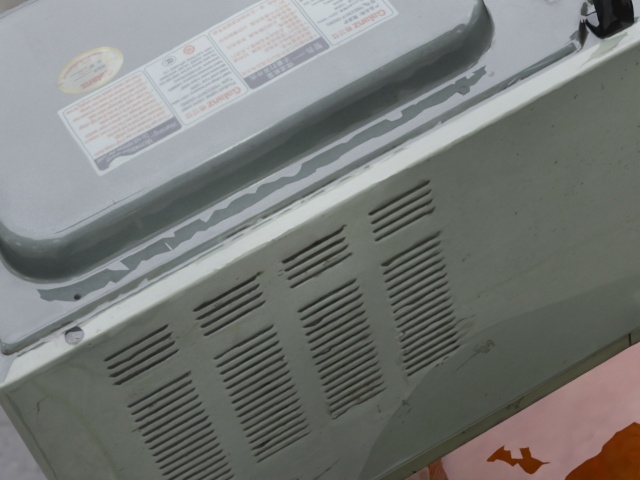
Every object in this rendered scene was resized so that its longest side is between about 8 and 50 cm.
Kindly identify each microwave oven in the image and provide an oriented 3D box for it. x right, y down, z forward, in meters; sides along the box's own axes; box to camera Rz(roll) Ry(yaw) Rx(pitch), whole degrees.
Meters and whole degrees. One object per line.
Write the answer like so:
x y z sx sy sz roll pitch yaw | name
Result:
-0.002 -0.020 0.526 0.240 0.194 0.145 -28 50 -10 | microwave oven

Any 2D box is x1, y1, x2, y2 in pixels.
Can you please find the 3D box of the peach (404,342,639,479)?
0.186 0.192 0.777 0.343 0.342 0.301 -1 -14 -18 | peach
